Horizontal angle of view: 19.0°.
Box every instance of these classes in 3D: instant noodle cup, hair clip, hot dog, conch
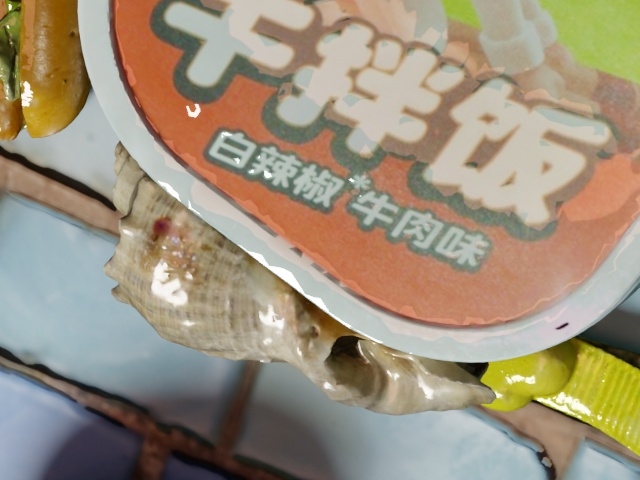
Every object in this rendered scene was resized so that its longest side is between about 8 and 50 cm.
[{"bbox_3d":[0.083,-0.131,0.860,0.293,0.308,0.294,5,108,16],"label":"instant noodle cup"},{"bbox_3d":[0.123,0.070,1.040,0.173,0.046,0.072,25,105,17],"label":"hair clip"},{"bbox_3d":[-0.178,-0.179,1.091,0.100,0.068,0.250,7,104,19],"label":"hot dog"},{"bbox_3d":[0.000,0.000,1.005,0.245,0.163,0.178,36,145,12],"label":"conch"}]
